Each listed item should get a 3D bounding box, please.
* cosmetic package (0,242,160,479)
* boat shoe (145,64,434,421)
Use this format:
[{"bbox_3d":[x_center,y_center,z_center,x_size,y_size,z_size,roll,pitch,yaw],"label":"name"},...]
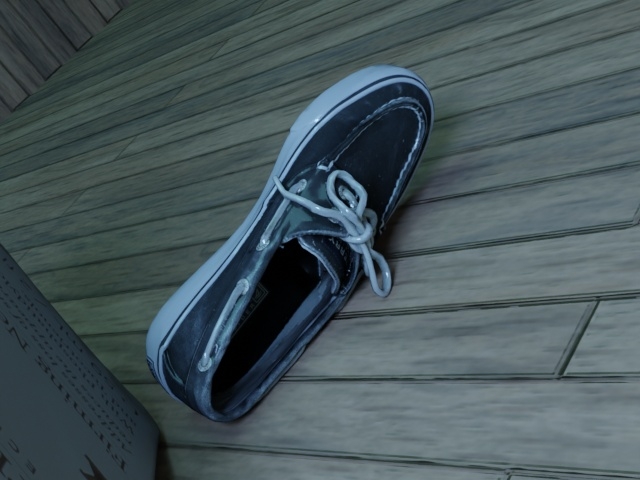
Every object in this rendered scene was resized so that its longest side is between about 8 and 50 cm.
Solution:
[{"bbox_3d":[-0.318,0.137,0.587,0.327,0.329,0.394,-38,8,-2],"label":"cosmetic package"},{"bbox_3d":[-0.003,-0.002,0.768,0.306,0.113,0.105,-47,31,-14],"label":"boat shoe"}]
